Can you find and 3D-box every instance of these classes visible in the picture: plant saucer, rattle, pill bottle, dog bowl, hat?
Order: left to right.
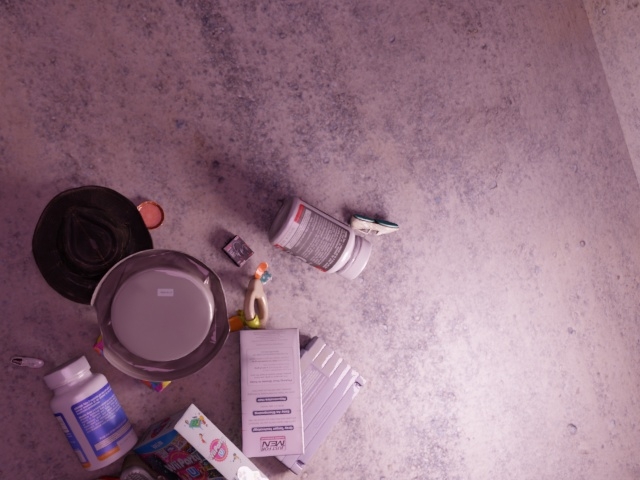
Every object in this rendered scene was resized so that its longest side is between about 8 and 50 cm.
[{"bbox_3d":[-0.605,-0.003,1.647,0.331,0.134,0.332,2,76,-7],"label":"hat"},{"bbox_3d":[-0.605,0.444,1.649,0.152,0.152,0.272,-28,96,-20],"label":"pill bottle"},{"bbox_3d":[-0.487,-0.070,1.802,0.083,0.013,0.084,2,85,-20],"label":"plant saucer"},{"bbox_3d":[-0.404,0.180,1.620,0.348,0.102,0.349,-2,103,-11],"label":"dog bowl"},{"bbox_3d":[-0.224,0.172,1.880,0.130,0.142,0.200,21,60,-51],"label":"rattle"},{"bbox_3d":[0.000,0.000,1.907,0.283,0.161,0.161,29,77,-17],"label":"pill bottle"}]

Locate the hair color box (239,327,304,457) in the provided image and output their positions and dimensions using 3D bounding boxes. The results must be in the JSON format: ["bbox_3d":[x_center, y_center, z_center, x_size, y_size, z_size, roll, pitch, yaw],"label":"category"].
[{"bbox_3d":[-0.142,0.431,1.800,0.173,0.105,0.348,-1,74,-6],"label":"hair color box"}]

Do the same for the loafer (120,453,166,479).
[{"bbox_3d":[-0.456,0.650,1.696,0.094,0.087,0.251,-22,130,-6],"label":"loafer"}]

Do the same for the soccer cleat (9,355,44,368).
[{"bbox_3d":[-0.769,0.319,1.655,0.083,0.035,0.029,15,81,-19],"label":"soccer cleat"}]

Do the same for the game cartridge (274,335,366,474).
[{"bbox_3d":[-0.048,0.492,1.913,0.230,0.068,0.355,43,73,-9],"label":"game cartridge"}]

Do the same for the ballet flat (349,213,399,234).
[{"bbox_3d":[0.171,-0.045,2.042,0.168,0.057,0.052,13,110,-16],"label":"ballet flat"}]

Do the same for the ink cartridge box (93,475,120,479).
[{"bbox_3d":[-0.591,0.706,1.646,0.231,0.078,0.134,-7,89,-53],"label":"ink cartridge box"}]

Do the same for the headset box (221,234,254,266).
[{"bbox_3d":[-0.248,0.028,1.878,0.062,0.032,0.083,-45,104,-18],"label":"headset box"}]

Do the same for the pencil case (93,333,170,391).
[{"bbox_3d":[-0.500,0.318,1.730,0.236,0.104,0.104,40,74,-16],"label":"pencil case"}]

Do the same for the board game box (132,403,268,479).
[{"bbox_3d":[-0.322,0.602,1.703,0.303,0.224,0.097,48,38,-10],"label":"board game box"}]
